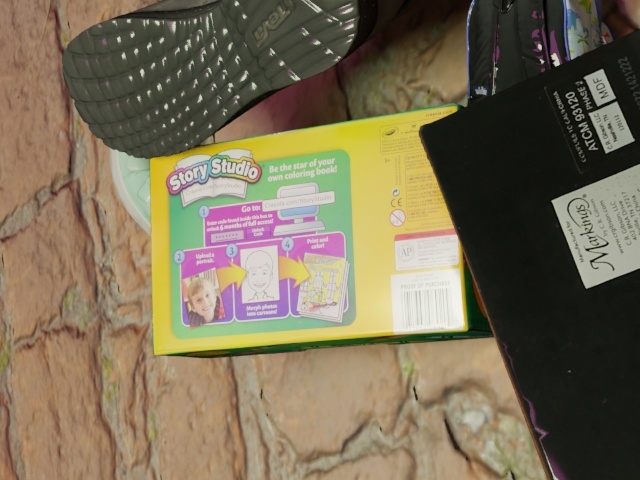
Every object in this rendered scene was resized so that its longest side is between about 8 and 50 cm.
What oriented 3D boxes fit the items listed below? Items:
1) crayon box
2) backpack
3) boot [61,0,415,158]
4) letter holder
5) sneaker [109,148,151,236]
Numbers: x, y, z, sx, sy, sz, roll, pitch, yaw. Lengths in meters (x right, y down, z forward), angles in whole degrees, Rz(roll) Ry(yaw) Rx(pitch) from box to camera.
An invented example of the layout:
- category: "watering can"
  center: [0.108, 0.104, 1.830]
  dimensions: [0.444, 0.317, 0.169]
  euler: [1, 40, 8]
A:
- category: "crayon box"
  center: [0.000, 0.000, 1.054]
  dimensions: [0.278, 0.081, 0.165]
  euler: [-6, 81, 29]
- category: "backpack"
  center: [0.154, -0.127, 0.948]
  dimensions: [0.105, 0.084, 0.114]
  euler: [-8, 85, 48]
- category: "boot"
  center: [-0.031, -0.172, 1.080]
  dimensions: [0.338, 0.222, 0.118]
  euler: [-9, 110, 41]
- category: "letter holder"
  center: [0.203, 0.065, 0.842]
  dimensions: [0.152, 0.214, 0.302]
  euler: [-24, 63, 12]
- category: "sneaker"
  center: [-0.097, -0.044, 1.234]
  dimensions: [0.151, 0.094, 0.256]
  euler: [-51, 60, 42]
